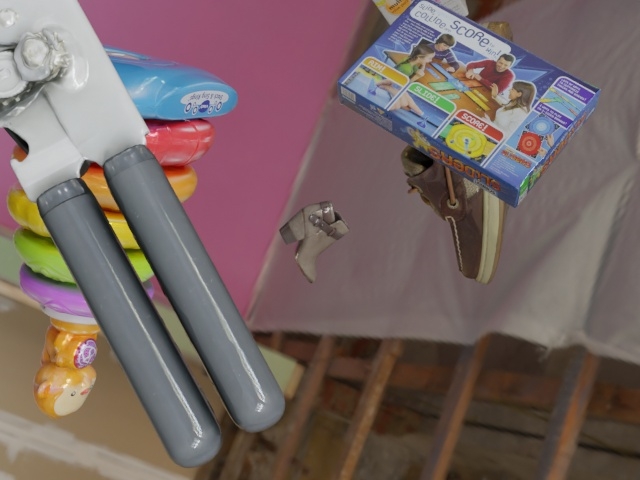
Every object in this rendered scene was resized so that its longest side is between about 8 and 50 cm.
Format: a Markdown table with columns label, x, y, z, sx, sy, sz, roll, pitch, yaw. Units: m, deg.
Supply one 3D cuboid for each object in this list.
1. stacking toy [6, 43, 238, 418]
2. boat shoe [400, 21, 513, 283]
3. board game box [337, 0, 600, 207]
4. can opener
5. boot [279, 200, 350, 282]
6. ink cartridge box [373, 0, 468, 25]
| label | x | y | z | sx | sy | sz | roll | pitch | yaw |
| --- | --- | --- | --- | --- | --- | --- | --- | --- | --- |
| stacking toy | -0.181 | 0.003 | 0.839 | 0.175 | 0.165 | 0.302 | -19 | 124 | -66 |
| boat shoe | 0.152 | -0.093 | 1.215 | 0.342 | 0.123 | 0.123 | 80 | 21 | -44 |
| board game box | 0.135 | -0.134 | 0.997 | 0.136 | 0.201 | 0.035 | -48 | 158 | -21 |
| can opener | -0.109 | -0.014 | 0.580 | 0.074 | 0.280 | 0.093 | -29 | 168 | -7 |
| boot | 0.000 | 0.000 | 1.489 | 0.087 | 0.118 | 0.042 | -26 | -141 | 5 |
| ink cartridge box | 0.116 | -0.364 | 1.473 | 0.104 | 0.181 | 0.062 | -23 | -132 | 22 |
